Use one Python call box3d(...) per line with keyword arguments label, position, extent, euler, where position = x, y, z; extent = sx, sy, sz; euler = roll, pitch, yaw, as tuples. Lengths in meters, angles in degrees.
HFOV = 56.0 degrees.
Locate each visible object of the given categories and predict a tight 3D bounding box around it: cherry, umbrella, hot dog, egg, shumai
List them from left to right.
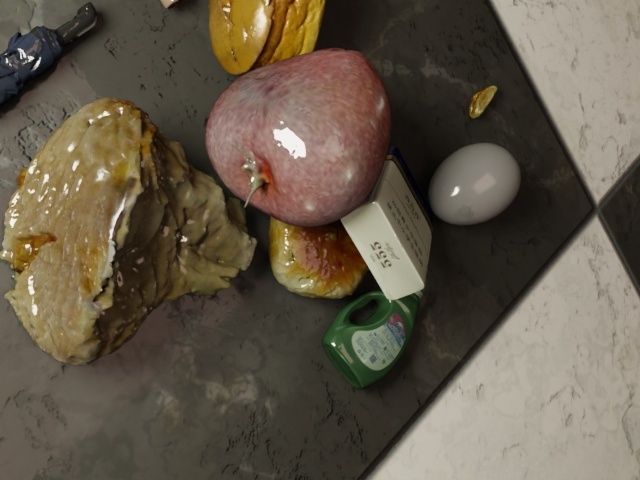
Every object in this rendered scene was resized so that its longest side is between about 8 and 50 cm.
box3d(label="umbrella", position=(-0.393, -0.245, 0.805), extent=(0.248, 0.071, 0.071), euler=(-44, 107, -24))
box3d(label="shumai", position=(-0.254, -0.011, 0.842), extent=(0.283, 0.217, 0.346), euler=(2, 96, -61))
box3d(label="cherry", position=(-0.023, -0.153, 0.867), extent=(0.307, 0.261, 0.221), euler=(-55, 152, -22))
box3d(label="egg", position=(0.290, -0.106, 1.141), extent=(0.199, 0.146, 0.146), euler=(-26, 99, -21))
box3d(label="hot dog", position=(0.334, -0.294, 1.250), extent=(0.034, 0.030, 0.090), euler=(40, 67, -12))

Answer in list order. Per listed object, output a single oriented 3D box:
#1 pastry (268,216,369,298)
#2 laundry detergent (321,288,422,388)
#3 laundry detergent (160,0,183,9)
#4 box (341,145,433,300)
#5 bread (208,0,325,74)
box3d(label="pastry", position=(0.000, 0.000, 0.996), extent=(0.182, 0.093, 0.192), euler=(15, 78, -26))
box3d(label="laundry detergent", position=(0.103, 0.148, 1.060), extent=(0.211, 0.063, 0.137), euler=(-42, 100, -26))
box3d(label="laundry detergent", position=(-0.308, -0.434, 0.869), extent=(0.171, 0.076, 0.237), euler=(-39, 107, -26))
box3d(label="box", position=(0.120, -0.039, 1.000), extent=(0.168, 0.071, 0.259), euler=(59, 24, -17))
box3d(label="bread", position=(-0.086, -0.383, 0.924), extent=(0.143, 0.195, 0.269), euler=(4, 91, -38))
